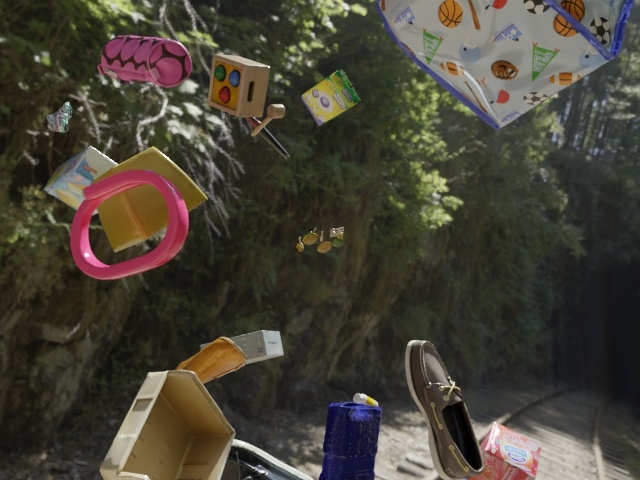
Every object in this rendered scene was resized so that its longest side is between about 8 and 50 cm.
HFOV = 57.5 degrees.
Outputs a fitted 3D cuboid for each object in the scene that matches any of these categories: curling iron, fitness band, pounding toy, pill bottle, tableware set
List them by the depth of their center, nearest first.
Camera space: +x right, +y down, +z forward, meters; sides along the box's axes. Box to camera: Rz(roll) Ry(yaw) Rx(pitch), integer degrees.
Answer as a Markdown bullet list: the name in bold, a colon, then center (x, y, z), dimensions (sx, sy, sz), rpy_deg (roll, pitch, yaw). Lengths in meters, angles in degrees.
- **fitness band**: center (-0.405, -0.032, 1.215), dimensions (0.290, 0.209, 0.054), rpy_deg (-17, -10, 21)
- **pounding toy**: center (-0.187, -0.347, 1.446), dimensions (0.206, 0.181, 0.094), rpy_deg (29, 27, 36)
- **tableware set**: center (0.000, 0.000, 1.803), dimensions (0.154, 0.024, 0.104), rpy_deg (-14, -40, -13)
- **pill bottle**: center (0.144, 0.523, 1.881), dimensions (0.083, 0.043, 0.043), rpy_deg (37, -12, -30)
- **curling iron**: center (-0.209, -0.357, 1.894), dimensions (0.274, 0.068, 0.035), rpy_deg (40, -17, -4)

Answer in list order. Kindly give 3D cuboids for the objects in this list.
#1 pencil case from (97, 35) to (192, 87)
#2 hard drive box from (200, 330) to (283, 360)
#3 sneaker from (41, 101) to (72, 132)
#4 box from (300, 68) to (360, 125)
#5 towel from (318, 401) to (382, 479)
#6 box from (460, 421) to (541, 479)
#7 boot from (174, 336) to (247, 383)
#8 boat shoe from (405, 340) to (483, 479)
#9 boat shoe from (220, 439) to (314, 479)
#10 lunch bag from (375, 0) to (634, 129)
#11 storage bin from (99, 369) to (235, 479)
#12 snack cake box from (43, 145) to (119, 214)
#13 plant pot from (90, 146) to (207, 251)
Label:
- **pencil case**: center (-0.338, -0.338, 1.113), dimensions (0.209, 0.095, 0.098), rpy_deg (18, 42, 43)
- **hard drive box**: center (-0.268, 0.381, 2.018), dimensions (0.232, 0.089, 0.181), rpy_deg (-15, -14, 11)
- **sneaker**: center (-0.690, -0.323, 1.520), dimensions (0.069, 0.098, 0.038), rpy_deg (-1, -36, -4)
- **box**: center (0.029, -0.400, 1.637), dimensions (0.179, 0.043, 0.105), rpy_deg (-18, -71, 54)
- **towel**: center (0.052, 0.524, 1.323), dimensions (0.076, 0.309, 0.227), rpy_deg (1, -15, 31)
- **box**: center (0.428, 0.600, 1.448), dimensions (0.128, 0.257, 0.122), rpy_deg (27, 30, 16)
- **boot**: center (-0.330, 0.368, 1.568), dimensions (0.104, 0.211, 0.295), rpy_deg (54, -33, -7)
- **boat shoe**: center (0.287, 0.383, 1.351), dimensions (0.116, 0.325, 0.096), rpy_deg (-2, -19, -40)
- **boat shoe**: center (-0.242, 0.839, 2.032), dimensions (0.500, 0.187, 0.156), rpy_deg (28, 30, -8)
- **lunch bag**: center (0.334, -0.457, 1.127), dimensions (0.385, 0.239, 0.328), rpy_deg (32, -27, -12)
- **storage bin**: center (-0.329, 0.468, 1.298), dimensions (0.123, 0.262, 0.260), rpy_deg (-7, -53, 20)
- **snack cake box**: center (-0.652, -0.159, 1.645), dimensions (0.152, 0.089, 0.264), rpy_deg (38, -31, -30)
- **plant pot**: center (-0.463, -0.116, 1.508), dimensions (0.212, 0.212, 0.187), rpy_deg (-15, -69, 48)
